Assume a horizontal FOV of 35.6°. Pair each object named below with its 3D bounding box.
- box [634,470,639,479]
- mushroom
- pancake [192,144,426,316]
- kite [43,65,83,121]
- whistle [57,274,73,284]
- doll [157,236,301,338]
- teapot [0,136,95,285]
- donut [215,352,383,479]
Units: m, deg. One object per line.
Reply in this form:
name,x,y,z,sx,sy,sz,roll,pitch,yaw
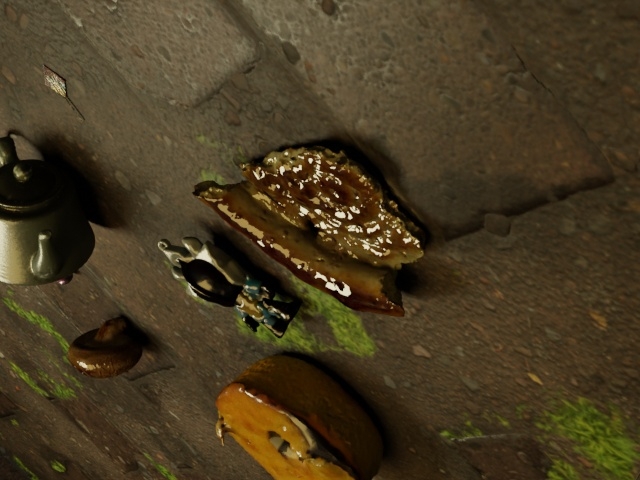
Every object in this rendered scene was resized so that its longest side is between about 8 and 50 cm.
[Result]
box,0.380,0.299,0.949,0.198,0.109,0.029,31,148,18
mushroom,-0.349,0.181,1.626,0.126,0.109,0.085,25,154,55
pancake,0.000,-0.001,1.048,0.257,0.056,0.212,-4,127,50
kite,-0.314,-0.182,1.223,0.078,0.002,0.044,46,149,-5
whistle,-0.433,0.000,1.556,0.033,0.033,0.177,16,141,36
doll,-0.120,0.052,1.240,0.195,0.070,0.096,31,133,4
teapot,-0.401,-0.051,1.361,0.149,0.162,0.239,93,153,-43
donut,-0.027,0.267,1.359,0.253,0.118,0.254,29,145,23
